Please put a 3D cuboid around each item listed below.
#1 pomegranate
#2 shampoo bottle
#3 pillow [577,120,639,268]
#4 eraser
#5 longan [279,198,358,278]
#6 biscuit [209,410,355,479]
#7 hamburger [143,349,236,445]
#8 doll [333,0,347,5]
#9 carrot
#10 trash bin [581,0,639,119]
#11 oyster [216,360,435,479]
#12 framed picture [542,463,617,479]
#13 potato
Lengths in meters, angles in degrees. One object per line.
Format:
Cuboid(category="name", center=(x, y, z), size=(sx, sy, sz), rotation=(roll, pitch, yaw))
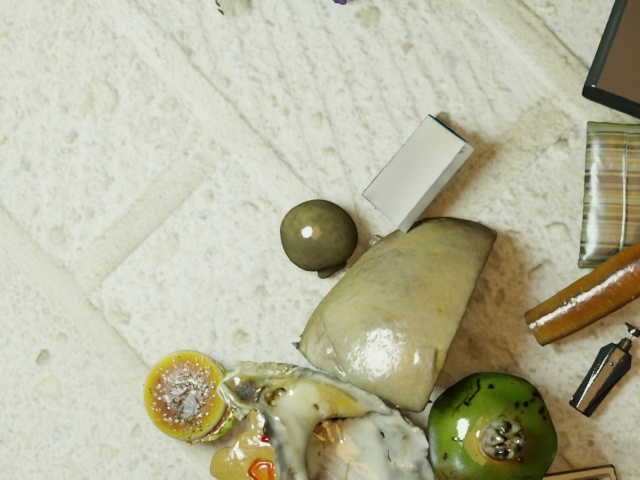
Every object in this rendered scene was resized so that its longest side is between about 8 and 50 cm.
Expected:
Cuboid(category="pomegranate", center=(0.230, 0.259, 1.777), size=(0.180, 0.210, 0.179), rotation=(1, 83, -7))
Cuboid(category="shampoo bottle", center=(0.389, 0.175, 1.848), size=(0.048, 0.027, 0.137), rotation=(35, 93, 8))
Cuboid(category="pillow", center=(0.409, -0.059, 1.847), size=(0.113, 0.038, 0.203), rotation=(3, 89, 7))
Cuboid(category="eraser", center=(0.132, -0.092, 1.866), size=(0.150, 0.023, 0.104), rotation=(-51, 40, 4))
Cuboid(category="longan", center=(0.000, 0.000, 1.881), size=(0.106, 0.106, 0.119), rotation=(-17, 117, 8))
Cuboid(category="biscuit", center=(-0.033, 0.338, 1.900), size=(0.212, 0.041, 0.238), rotation=(-26, 84, 5))
Cuboid(category="hamburger", center=(-0.180, 0.219, 1.904), size=(0.141, 0.081, 0.126), rotation=(44, 95, 8))
Cuboid(category="doll", center=(0.008, -0.411, 1.915), size=(0.190, 0.050, 0.115), rotation=(36, 85, 12))
Cuboid(category="carrot", center=(0.379, 0.066, 1.815), size=(0.225, 0.067, 0.067), rotation=(-33, 84, 18))
Cuboid(category="trash bin", center=(0.457, -0.274, 1.802), size=(0.165, 0.115, 0.225), rotation=(22, 88, 8))
Cuboid(category="oyster", center=(0.008, 0.278, 1.831), size=(0.275, 0.100, 0.271), rotation=(-9, 81, -26))
Cuboid(category="framed picture", center=(0.330, 0.448, 1.854), size=(0.192, 0.018, 0.265), rotation=(-11, 86, 7))
Cuboid(category="potato", center=(0.100, 0.069, 1.813), size=(0.211, 0.189, 0.264), rotation=(25, 92, 9))
